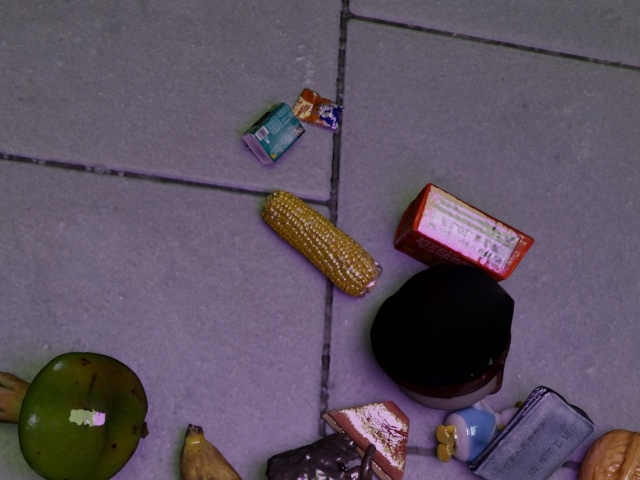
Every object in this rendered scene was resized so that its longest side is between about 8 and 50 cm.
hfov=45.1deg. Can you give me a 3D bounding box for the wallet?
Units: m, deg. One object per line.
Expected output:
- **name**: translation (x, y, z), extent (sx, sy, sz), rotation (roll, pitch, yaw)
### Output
- **wallet**: translation (0.408, 0.391, 1.468), extent (0.167, 0.036, 0.222), rotation (38, 96, -26)

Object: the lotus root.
- **lotus root**: translation (-0.201, 0.423, 1.384), extent (0.108, 0.094, 0.190), rotation (-13, 63, -39)

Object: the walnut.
- **walnut**: translation (0.588, 0.468, 1.503), extent (0.159, 0.159, 0.206), rotation (29, 72, -1)

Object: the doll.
- **doll**: translation (0.337, 0.372, 1.514), extent (0.241, 0.098, 0.135), rotation (-7, 66, -13)

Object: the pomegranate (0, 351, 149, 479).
- **pomegranate**: translation (-0.444, 0.293, 1.318), extent (0.302, 0.236, 0.235), rotation (14, 67, 6)

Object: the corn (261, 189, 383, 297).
- **corn**: translation (0.000, 0.000, 1.577), extent (0.293, 0.106, 0.106), rotation (41, 67, 4)

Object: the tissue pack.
- **tissue pack**: translation (-0.106, -0.229, 1.658), extent (0.111, 0.079, 0.085), rotation (-48, 117, -23)

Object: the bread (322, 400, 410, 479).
- **bread**: translation (0.112, 0.370, 1.480), extent (0.119, 0.067, 0.192), rotation (-40, 81, -14)

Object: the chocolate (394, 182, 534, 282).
- **chocolate**: translation (0.278, 0.001, 1.571), extent (0.237, 0.235, 0.108), rotation (30, 77, 0)

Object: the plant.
- **plant**: translation (0.018, 0.444, 1.368), extent (0.234, 0.204, 0.178), rotation (-12, 82, -5)

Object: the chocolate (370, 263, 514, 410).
- **chocolate**: translation (0.250, 0.204, 1.483), extent (0.284, 0.186, 0.283), rotation (-17, 44, 17)

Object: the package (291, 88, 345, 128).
- **package**: translation (-0.003, -0.293, 1.725), extent (0.111, 0.033, 0.077), rotation (21, 90, 11)
